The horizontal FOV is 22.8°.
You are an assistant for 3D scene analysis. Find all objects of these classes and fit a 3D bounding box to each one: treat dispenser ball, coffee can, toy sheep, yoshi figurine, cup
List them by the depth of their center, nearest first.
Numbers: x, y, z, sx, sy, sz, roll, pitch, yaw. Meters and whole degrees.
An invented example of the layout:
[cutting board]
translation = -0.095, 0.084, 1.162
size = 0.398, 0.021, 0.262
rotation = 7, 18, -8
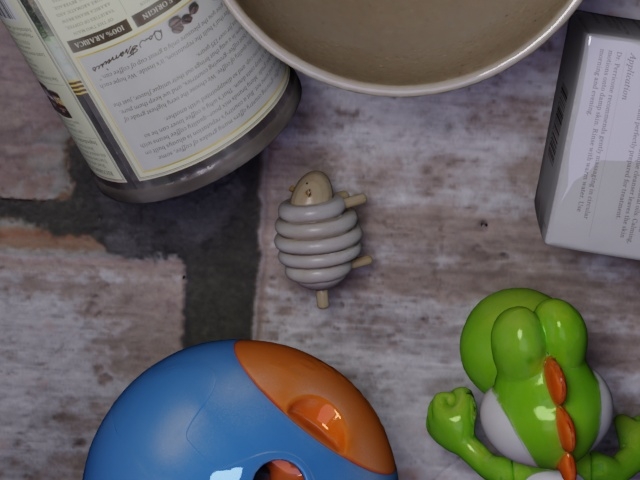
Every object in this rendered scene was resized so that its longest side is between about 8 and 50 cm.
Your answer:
[cup]
translation = 0.060, -0.304, 1.299
size = 0.331, 0.237, 0.331
rotation = -1, 107, -2
[coffee can]
translation = -0.161, -0.199, 1.330
size = 0.202, 0.201, 0.275
rotation = -21, 122, 9
[treat dispenser ball]
translation = -0.072, 0.233, 1.436
size = 0.288, 0.288, 0.288
rotation = 1, 105, 4
[toy sheep]
translation = 0.000, 0.000, 1.475
size = 0.091, 0.091, 0.132
rotation = -7, 101, 6
[yoshi figurine]
translation = 0.207, 0.192, 1.496
size = 0.203, 0.204, 0.362
rotation = 20, 128, 40

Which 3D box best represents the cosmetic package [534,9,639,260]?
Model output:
[cosmetic package]
translation = 0.387, -0.072, 1.390
size = 0.366, 0.155, 0.196
rotation = 10, 106, 0
